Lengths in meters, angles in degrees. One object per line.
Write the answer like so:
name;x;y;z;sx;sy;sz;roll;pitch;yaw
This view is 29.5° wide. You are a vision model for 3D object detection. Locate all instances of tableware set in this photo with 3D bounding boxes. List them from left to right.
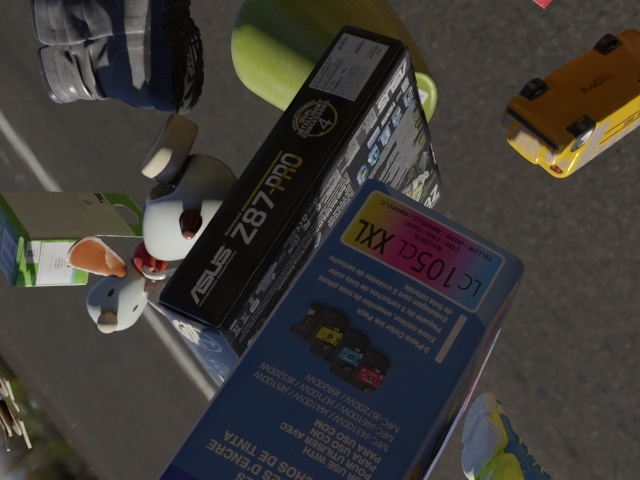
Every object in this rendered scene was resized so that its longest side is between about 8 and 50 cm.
tableware set;-0.530;0.254;1.978;0.128;0.039;0.194;46;152;37

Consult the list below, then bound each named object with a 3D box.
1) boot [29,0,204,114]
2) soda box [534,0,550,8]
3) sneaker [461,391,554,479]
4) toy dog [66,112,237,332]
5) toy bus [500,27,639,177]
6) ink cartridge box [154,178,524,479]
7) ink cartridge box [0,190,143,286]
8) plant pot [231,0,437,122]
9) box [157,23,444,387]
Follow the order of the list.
boot;-0.264;-0.324;1.513;0.223;0.118;0.338;11;107;21
soda box;0.257;-0.455;1.782;0.263;0.092;0.083;30;-161;-31
sneaker;0.266;0.323;1.638;0.091;0.126;0.240;127;148;-52
toy dog;-0.186;0.018;1.457;0.220;0.161;0.333;15;126;1
toy bus;0.388;-0.196;1.749;0.108;0.333;0.130;43;143;19
ink cartridge box;-0.012;0.190;0.933;0.151;0.395;0.270;29;149;13
ink cartridge box;-0.426;-0.006;2.097;0.189;0.255;0.097;43;125;50
plant pot;0.046;-0.280;1.955;0.293;0.275;0.274;46;160;40
box;0.000;0.000;1.410;0.097;0.395;0.318;21;158;27
